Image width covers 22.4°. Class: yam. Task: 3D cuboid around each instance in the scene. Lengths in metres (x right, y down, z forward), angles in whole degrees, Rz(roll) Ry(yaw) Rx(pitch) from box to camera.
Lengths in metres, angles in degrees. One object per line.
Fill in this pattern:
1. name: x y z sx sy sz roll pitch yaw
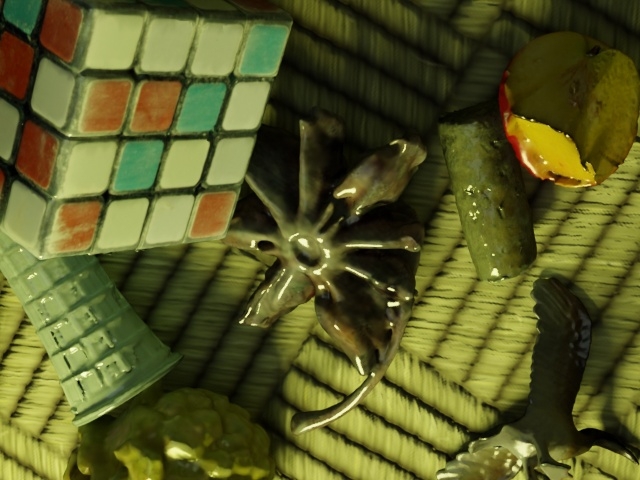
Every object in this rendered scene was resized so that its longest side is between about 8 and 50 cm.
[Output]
1. yam: 0.173 -0.052 1.648 0.078 0.078 0.179 -12 104 16

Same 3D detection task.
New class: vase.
1. vase: -0.285 0.039 1.752 0.143 0.143 0.299 -30 95 19

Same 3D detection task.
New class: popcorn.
1. popcorn: -0.172 0.280 1.759 0.259 0.212 0.259 0 107 1

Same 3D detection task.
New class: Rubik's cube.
1. Rubik's cube: -0.224 -0.154 1.570 0.256 0.259 0.253 34 114 35

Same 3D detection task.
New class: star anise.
1. star anise: 0.000 0.000 1.686 0.359 0.139 0.316 -42 82 33

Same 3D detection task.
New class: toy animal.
1. toy animal: 0.237 0.216 1.688 0.197 0.160 0.272 30 118 1

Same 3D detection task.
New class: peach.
1. peach: 0.247 -0.130 1.589 0.151 0.118 0.151 0 79 -1
